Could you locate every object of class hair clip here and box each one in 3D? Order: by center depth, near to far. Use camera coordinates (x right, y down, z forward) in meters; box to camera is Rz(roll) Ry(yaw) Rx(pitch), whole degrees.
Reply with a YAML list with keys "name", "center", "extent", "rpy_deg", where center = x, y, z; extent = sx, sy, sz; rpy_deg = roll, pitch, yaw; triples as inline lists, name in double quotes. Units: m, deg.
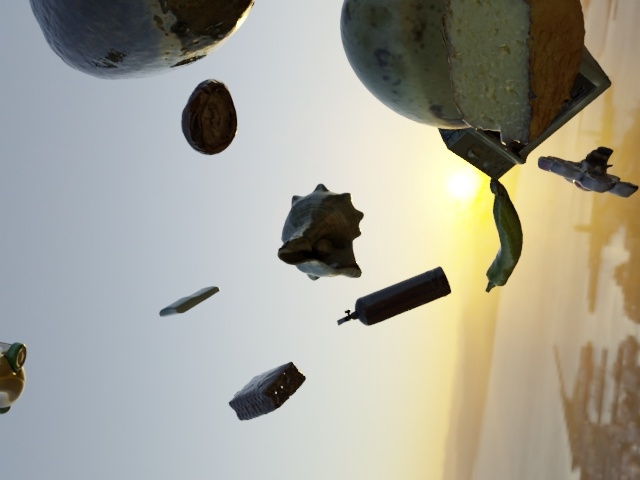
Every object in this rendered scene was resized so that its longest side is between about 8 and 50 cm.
- name: "hair clip"
  center: [0.449, -0.119, 1.551]
  extent: [0.257, 0.146, 0.075]
  rpy_deg: [-66, -15, -86]

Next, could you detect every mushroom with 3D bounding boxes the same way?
- name: "mushroom"
  center: [-0.170, -0.187, 1.382]
  extent: [0.123, 0.052, 0.123]
  rpy_deg: [-20, -68, -62]

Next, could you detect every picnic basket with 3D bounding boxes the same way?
- name: "picnic basket"
  center: [-0.108, 0.294, 1.783]
  extent: [0.110, 0.055, 0.193]
  rpy_deg: [-43, 5, -33]

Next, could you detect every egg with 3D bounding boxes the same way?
- name: "egg"
  center: [0.197, -0.333, 1.490]
  extent: [0.379, 0.288, 0.287]
  rpy_deg: [22, -109, -40]

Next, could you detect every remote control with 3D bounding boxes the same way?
- name: "remote control"
  center: [-0.307, 0.141, 2.143]
  extent: [0.162, 0.061, 0.029]
  rpy_deg: [-32, -74, -53]

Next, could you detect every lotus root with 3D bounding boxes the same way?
- name: "lotus root"
  center: [-0.210, -0.324, 1.107]
  extent: [0.346, 0.250, 0.250]
  rpy_deg: [-10, 68, 58]

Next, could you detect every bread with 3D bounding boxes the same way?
- name: "bread"
  center: [0.241, -0.238, 1.104]
  extent: [0.139, 0.143, 0.229]
  rpy_deg: [-32, -43, -22]

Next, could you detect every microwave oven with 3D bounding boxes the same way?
- name: "microwave oven"
  center: [0.435, -0.369, 2.129]
  extent: [0.218, 0.355, 0.286]
  rpy_deg: [26, -146, -37]

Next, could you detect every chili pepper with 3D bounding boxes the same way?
- name: "chili pepper"
  center: [0.265, -0.007, 1.306]
  extent: [0.043, 0.049, 0.208]
  rpy_deg: [-52, -32, -42]

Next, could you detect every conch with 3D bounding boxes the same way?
- name: "conch"
  center: [-0.002, 0.006, 1.306]
  extent: [0.114, 0.137, 0.234]
  rpy_deg: [-34, 20, 40]

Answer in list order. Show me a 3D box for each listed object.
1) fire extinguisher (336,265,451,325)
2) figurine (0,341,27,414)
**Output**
- name: "fire extinguisher"
  center: [0.163, 0.140, 2.089]
  extent: [0.089, 0.268, 0.072]
  rpy_deg: [87, 162, -83]
- name: "figurine"
  center: [-0.692, 0.312, 1.809]
  extent: [0.324, 0.124, 0.222]
  rpy_deg: [-43, -35, -82]
